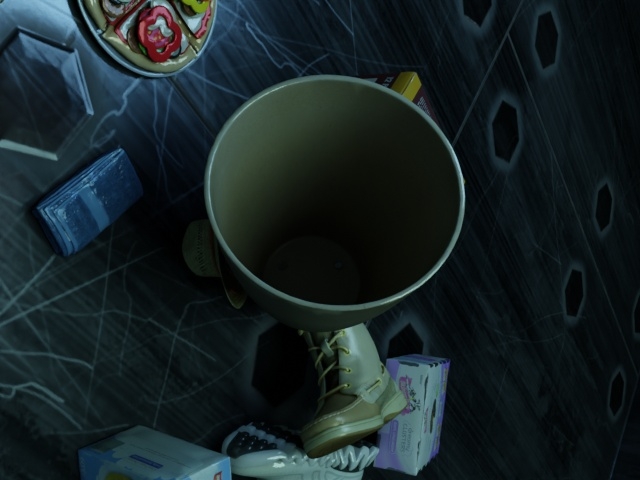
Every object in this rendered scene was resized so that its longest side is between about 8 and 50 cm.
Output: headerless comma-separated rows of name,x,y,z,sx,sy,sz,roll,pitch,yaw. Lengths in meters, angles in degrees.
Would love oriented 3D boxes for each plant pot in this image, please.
plant pot,0.000,0.000,0.898,0.274,0.256,0.257,106,9,-65

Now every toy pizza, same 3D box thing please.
toy pizza,-0.178,-0.280,0.865,0.201,0.032,0.202,-8,101,-51

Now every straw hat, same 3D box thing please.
straw hat,-0.127,0.009,0.932,0.144,0.061,0.145,-3,90,-79

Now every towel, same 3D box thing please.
towel,-0.235,-0.040,0.823,0.119,0.029,0.067,-49,130,-37

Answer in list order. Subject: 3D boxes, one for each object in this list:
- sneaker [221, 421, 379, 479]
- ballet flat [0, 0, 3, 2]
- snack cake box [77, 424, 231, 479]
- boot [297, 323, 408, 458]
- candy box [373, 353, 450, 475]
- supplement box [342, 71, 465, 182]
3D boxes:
sneaker,-0.026,0.316,1.077,0.292,0.110,0.118,23,85,-50
ballet flat,-0.359,-0.176,0.624,0.221,0.076,0.079,-14,123,-46
snack cake box,-0.170,0.349,0.851,0.089,0.152,0.265,-13,104,-50
boot,0.014,0.158,1.033,0.204,0.095,0.262,65,23,9
candy box,0.148,0.268,1.266,0.196,0.070,0.165,19,79,-71
supplement box,0.054,-0.102,1.052,0.129,0.191,0.194,-59,136,-29
